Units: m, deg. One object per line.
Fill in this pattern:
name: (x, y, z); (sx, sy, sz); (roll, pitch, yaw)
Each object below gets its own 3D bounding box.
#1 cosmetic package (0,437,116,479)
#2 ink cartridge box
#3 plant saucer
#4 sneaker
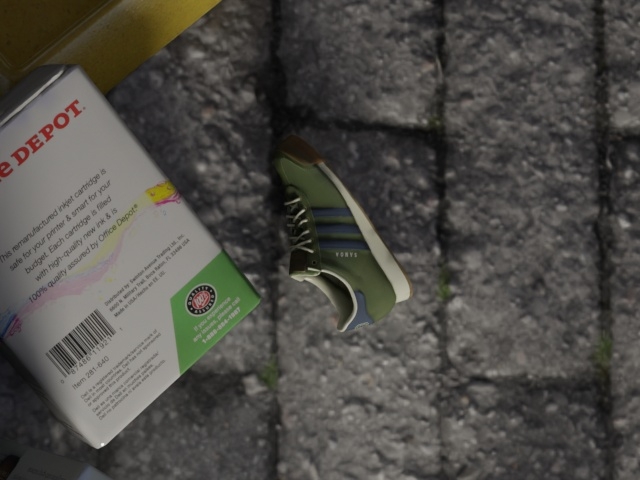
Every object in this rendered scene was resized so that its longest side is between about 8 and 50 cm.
cosmetic package: (-0.274, 0.305, 1.568); (0.097, 0.377, 0.284); (34, 76, -17)
ink cartridge box: (-0.221, 0.010, 1.723); (0.201, 0.117, 0.278); (-43, 110, -14)
plant saucer: (-0.272, -0.293, 1.808); (0.332, 0.081, 0.333); (-41, 93, -14)
sneaker: (0.000, 0.000, 1.837); (0.086, 0.064, 0.192); (-38, 95, -20)
